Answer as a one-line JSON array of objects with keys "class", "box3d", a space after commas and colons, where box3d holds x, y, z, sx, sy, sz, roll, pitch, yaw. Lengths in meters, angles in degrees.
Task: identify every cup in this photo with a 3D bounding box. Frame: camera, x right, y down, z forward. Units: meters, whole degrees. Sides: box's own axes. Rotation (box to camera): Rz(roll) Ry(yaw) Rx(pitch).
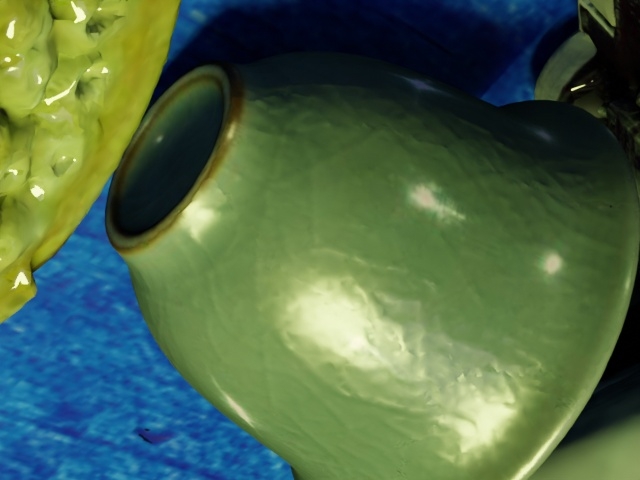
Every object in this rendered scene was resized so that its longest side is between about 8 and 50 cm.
[{"class": "cup", "box3d": [0.000, 0.000, 0.670, 0.150, 0.199, 0.199, 31, 115, -29]}]

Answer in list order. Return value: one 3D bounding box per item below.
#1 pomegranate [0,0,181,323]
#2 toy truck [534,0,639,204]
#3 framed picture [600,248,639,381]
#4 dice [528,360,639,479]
[{"class": "pomegranate", "box3d": [-0.157, -0.129, 0.383, 0.358, 0.216, 0.310, -53, 148, -19]}, {"class": "toy truck", "box3d": [0.174, -0.132, 0.630, 0.175, 0.146, 0.367, -25, 144, -11]}, {"class": "framed picture", "box3d": [0.121, 0.122, 1.003, 0.209, 0.019, 0.281, -29, 144, 0]}, {"class": "dice", "box3d": [0.259, 0.187, 0.789, 0.330, 0.328, 0.348, -24, 174, -12]}]
